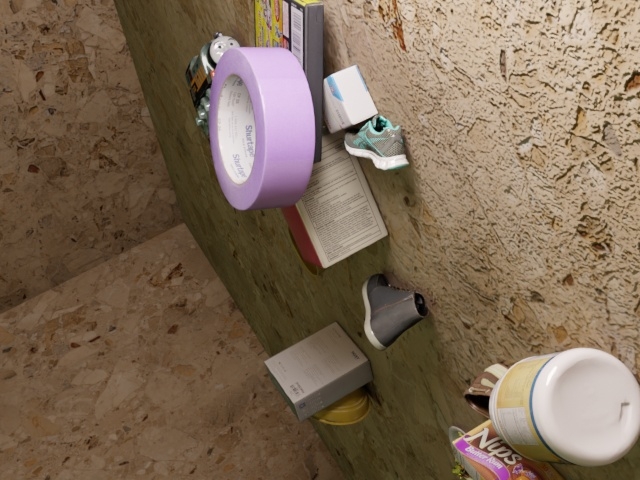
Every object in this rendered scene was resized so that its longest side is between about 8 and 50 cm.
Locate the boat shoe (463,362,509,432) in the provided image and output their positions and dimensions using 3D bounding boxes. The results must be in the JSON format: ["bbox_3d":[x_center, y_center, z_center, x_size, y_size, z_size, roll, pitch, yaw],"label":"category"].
[{"bbox_3d":[0.315,0.281,1.324,0.095,0.095,0.257,67,165,-18],"label":"boat shoe"}]

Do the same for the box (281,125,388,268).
[{"bbox_3d":[0.004,-0.086,1.616,0.232,0.149,0.127,67,164,-15],"label":"box"}]

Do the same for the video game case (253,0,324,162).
[{"bbox_3d":[-0.058,-0.307,1.483,0.248,0.035,0.274,-131,35,-52],"label":"video game case"}]

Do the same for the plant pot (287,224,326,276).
[{"bbox_3d":[0.000,0.000,1.891,0.134,0.095,0.134,56,165,24],"label":"plant pot"}]

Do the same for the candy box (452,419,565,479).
[{"bbox_3d":[0.328,0.398,1.471,0.186,0.109,0.053,48,159,46],"label":"candy box"}]

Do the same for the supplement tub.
[{"bbox_3d":[0.316,0.221,1.118,0.144,0.144,0.199,60,166,6],"label":"supplement tub"}]

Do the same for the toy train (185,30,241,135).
[{"bbox_3d":[-0.234,-0.362,1.978,0.334,0.142,0.190,166,86,-75],"label":"toy train"}]

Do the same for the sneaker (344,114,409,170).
[{"bbox_3d":[0.091,-0.170,1.376,0.166,0.065,0.076,34,132,55],"label":"sneaker"}]

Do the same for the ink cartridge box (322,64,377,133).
[{"bbox_3d":[0.038,-0.235,1.423,0.088,0.052,0.122,65,164,-7],"label":"ink cartridge box"}]

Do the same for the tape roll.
[{"bbox_3d":[-0.106,-0.190,1.450,0.275,0.090,0.274,23,116,61],"label":"tape roll"}]

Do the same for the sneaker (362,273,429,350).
[{"bbox_3d":[0.152,0.119,1.659,0.083,0.118,0.222,48,-159,-23],"label":"sneaker"}]

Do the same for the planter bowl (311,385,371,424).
[{"bbox_3d":[0.042,0.405,2.349,0.217,0.217,0.090,46,134,47],"label":"planter bowl"}]

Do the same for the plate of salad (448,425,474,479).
[{"bbox_3d":[0.319,0.481,1.770,0.200,0.048,0.200,56,165,24],"label":"plate of salad"}]

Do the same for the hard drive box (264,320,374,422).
[{"bbox_3d":[-0.005,0.347,2.267,0.181,0.232,0.089,48,160,45],"label":"hard drive box"}]
